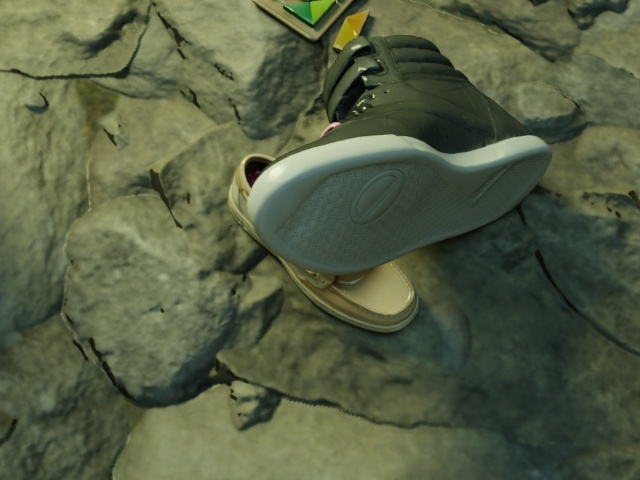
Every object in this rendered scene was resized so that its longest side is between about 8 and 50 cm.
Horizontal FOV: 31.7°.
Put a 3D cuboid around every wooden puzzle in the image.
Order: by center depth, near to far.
[{"bbox_3d":[-0.009,-0.204,0.929,0.116,0.014,0.079,29,66,10],"label":"wooden puzzle"}]

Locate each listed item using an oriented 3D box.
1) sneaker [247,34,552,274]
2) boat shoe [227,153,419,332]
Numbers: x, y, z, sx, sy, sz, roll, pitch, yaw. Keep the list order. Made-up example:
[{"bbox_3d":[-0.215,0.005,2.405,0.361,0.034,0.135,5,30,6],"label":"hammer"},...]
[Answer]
[{"bbox_3d":[0.027,-0.069,0.776,0.295,0.105,0.147,-13,51,-48],"label":"sneaker"},{"bbox_3d":[0.000,0.000,0.807,0.170,0.059,0.063,37,68,13],"label":"boat shoe"}]
